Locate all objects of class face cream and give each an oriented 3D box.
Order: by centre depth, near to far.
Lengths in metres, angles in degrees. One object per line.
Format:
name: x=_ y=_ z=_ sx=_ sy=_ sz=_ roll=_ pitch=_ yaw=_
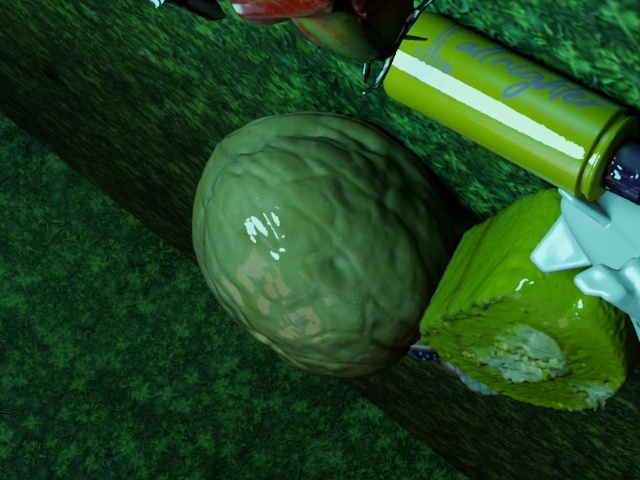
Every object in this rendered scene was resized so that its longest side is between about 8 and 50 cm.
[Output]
face cream: x=0.177 y=-0.087 z=0.980 sx=0.273 sy=0.078 sz=0.078 roll=32 pitch=167 yaw=24

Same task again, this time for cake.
cake: x=0.223 y=0.063 z=1.233 sx=0.179 sy=0.156 sz=0.260 roll=30 pitch=160 yaw=-10

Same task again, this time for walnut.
walnut: x=0.002 y=-0.001 z=1.384 sx=0.252 sy=0.277 sz=0.313 roll=-24 pitch=119 yaw=41

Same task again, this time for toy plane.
toy plane: x=0.284 y=0.043 z=0.996 sx=0.267 sy=0.122 sz=0.267 roll=29 pitch=-162 yaw=-11

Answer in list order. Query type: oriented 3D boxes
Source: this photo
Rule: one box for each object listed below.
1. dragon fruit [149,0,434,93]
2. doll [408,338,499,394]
dragon fruit: x=-0.006 y=-0.211 z=0.694 sx=0.234 sy=0.234 sz=0.293 roll=28 pitch=161 yaw=37
doll: x=0.187 y=0.133 z=1.725 sx=0.138 sy=0.119 sz=0.293 roll=-5 pitch=-173 yaw=-24
